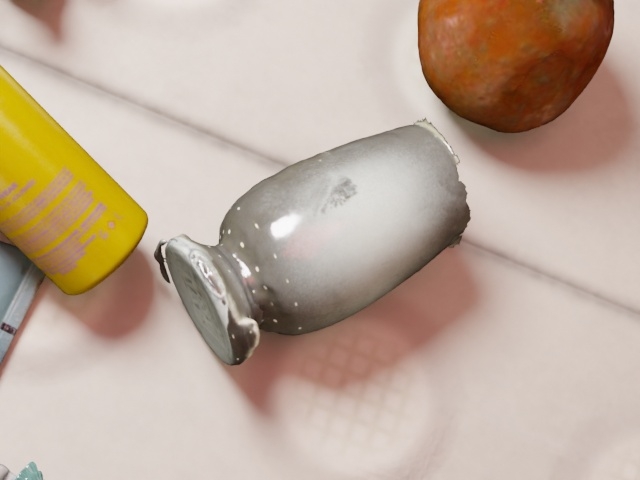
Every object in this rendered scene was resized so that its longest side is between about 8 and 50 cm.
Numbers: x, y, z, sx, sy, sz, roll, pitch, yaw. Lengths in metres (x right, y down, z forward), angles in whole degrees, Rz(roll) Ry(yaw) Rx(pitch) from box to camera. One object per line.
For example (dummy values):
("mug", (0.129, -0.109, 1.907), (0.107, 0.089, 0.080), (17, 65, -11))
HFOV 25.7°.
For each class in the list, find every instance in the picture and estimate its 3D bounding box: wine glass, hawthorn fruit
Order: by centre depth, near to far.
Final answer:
("wine glass", (0.000, 0.000, 0.960), (0.204, 0.111, 0.111), (-27, 83, -19))
("hawthorn fruit", (0.150, -0.172, 1.022), (0.149, 0.189, 0.149), (15, 41, -14))

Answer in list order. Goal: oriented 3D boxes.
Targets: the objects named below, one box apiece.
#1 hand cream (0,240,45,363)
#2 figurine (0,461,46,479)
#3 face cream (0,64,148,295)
("hand cream", (-0.336, -0.010, 0.908), (0.312, 0.070, 0.111), (30, 67, -14))
("figurine", (-0.174, 0.181, 0.897), (0.106, 0.047, 0.060), (28, 61, -4))
("face cream", (-0.228, -0.082, 0.892), (0.273, 0.078, 0.078), (47, 67, -21))
